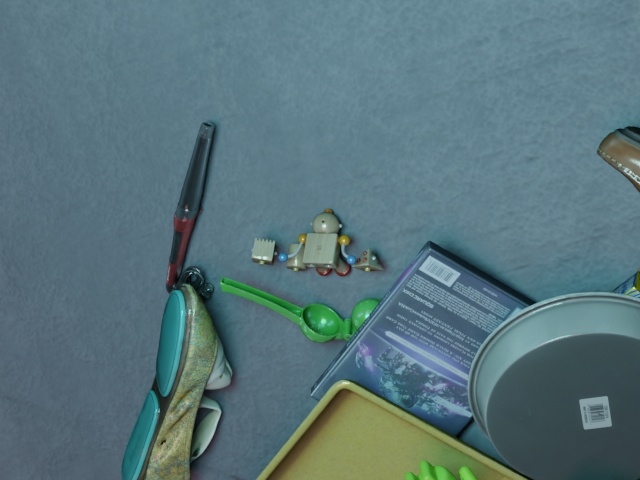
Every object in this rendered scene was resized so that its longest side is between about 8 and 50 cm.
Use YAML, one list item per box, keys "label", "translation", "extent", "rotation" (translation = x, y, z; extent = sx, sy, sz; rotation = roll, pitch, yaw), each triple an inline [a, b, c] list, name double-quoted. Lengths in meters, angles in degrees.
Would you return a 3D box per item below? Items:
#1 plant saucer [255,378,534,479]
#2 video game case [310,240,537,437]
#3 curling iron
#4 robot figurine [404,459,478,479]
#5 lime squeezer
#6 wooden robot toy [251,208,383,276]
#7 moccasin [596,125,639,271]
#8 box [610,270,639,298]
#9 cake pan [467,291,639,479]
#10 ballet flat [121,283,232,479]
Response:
- label: "plant saucer"
  translation: [0.077, 0.345, 1.749]
  extent: [0.333, 0.081, 0.333]
  rotation: [31, 118, -13]
- label: "video game case"
  translation: [0.141, 0.148, 1.689]
  extent: [0.196, 0.026, 0.274]
  rotation: [30, 119, -13]
- label: "curling iron"
  translation: [-0.165, -0.029, 1.759]
  extent: [0.068, 0.035, 0.274]
  rotation: [14, 114, 10]
- label: "robot figurine"
  translation: [0.154, 0.327, 1.647]
  extent: [0.101, 0.067, 0.115]
  rotation: [-41, 111, 11]
- label: "lime squeezer"
  translation: [0.034, 0.081, 1.707]
  extent: [0.310, 0.059, 0.110]
  rotation: [-2, 116, 9]
- label: "wooden robot toy"
  translation: [0.000, 0.000, 1.708]
  extent: [0.173, 0.076, 0.079]
  rotation: [2, 75, 19]
- label: "moccasin"
  translation: [0.447, 0.027, 1.514]
  extent: [0.147, 0.139, 0.380]
  rotation: [-41, 102, 18]
- label: "box"
  translation: [0.341, 0.115, 1.620]
  extent: [0.059, 0.054, 0.169]
  rotation: [48, 118, -2]
- label: "cake pan"
  translation: [0.325, 0.193, 1.601]
  extent: [0.293, 0.054, 0.293]
  rotation: [2, 125, 3]
- label: "ballet flat"
  translation: [-0.183, 0.207, 1.816]
  extent: [0.123, 0.123, 0.348]
  rotation: [24, 118, 10]
